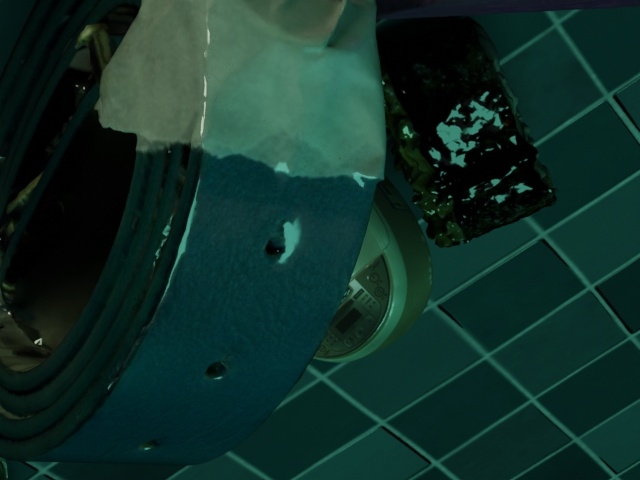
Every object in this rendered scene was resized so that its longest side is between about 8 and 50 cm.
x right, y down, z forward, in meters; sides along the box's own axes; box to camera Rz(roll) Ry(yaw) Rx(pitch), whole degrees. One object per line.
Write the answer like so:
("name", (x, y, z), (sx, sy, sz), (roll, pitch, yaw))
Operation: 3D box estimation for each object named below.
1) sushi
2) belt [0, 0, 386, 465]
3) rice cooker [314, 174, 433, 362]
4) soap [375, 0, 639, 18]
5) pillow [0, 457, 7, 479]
("sushi", (0.114, -0.072, 1.546), (0.115, 0.147, 0.212), (-28, 148, 2))
("belt", (-0.114, -0.023, 1.340), (0.173, 0.300, 0.436), (1, 136, -31))
("rice cooker", (0.000, 0.000, 1.529), (0.145, 0.206, 0.127), (-45, 156, 24))
("soap", (0.180, -0.211, 1.396), (0.259, 0.081, 0.181), (-5, -179, -26))
("pillow", (-0.385, 0.215, 1.617), (0.283, 0.138, 0.310), (-20, 146, -22))
